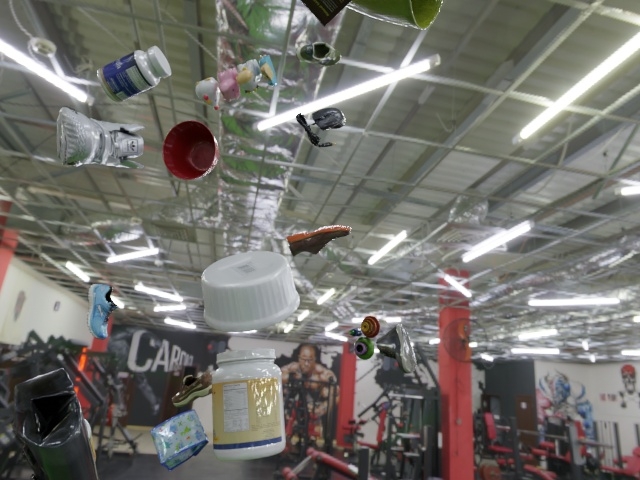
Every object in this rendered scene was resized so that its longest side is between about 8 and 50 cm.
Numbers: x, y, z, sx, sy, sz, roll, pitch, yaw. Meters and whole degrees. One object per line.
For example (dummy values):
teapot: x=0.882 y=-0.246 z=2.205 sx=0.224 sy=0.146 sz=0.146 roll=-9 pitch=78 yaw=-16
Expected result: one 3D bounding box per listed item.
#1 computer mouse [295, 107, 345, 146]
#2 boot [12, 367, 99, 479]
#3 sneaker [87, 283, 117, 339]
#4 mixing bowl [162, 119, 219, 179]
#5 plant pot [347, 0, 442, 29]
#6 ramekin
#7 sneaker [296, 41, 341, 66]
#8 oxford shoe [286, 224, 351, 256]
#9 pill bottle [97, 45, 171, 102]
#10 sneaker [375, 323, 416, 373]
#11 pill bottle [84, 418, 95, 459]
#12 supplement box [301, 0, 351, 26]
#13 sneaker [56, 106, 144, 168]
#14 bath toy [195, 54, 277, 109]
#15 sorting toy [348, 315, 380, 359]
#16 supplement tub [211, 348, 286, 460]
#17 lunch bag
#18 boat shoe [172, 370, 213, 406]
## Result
computer mouse: x=0.036 y=-0.485 z=1.909 sx=0.261 sy=0.184 sz=0.060 roll=-18 pitch=-18 yaw=-38
boot: x=-0.462 y=0.524 z=0.894 sx=0.366 sy=0.446 sz=0.146 roll=23 pitch=28 yaw=34
sneaker: x=-0.630 y=0.206 z=1.314 sx=0.073 sy=0.162 sz=0.063 roll=-3 pitch=-3 yaw=-5
mixing bowl: x=-0.386 y=-0.272 z=1.412 sx=0.181 sy=0.182 sz=0.098 roll=0 pitch=-1 yaw=15
plant pot: x=0.147 y=-0.702 z=1.162 sx=0.293 sy=0.275 sz=0.275 roll=18 pitch=-11 yaw=27
ramekin: x=-0.205 y=0.134 z=1.289 sx=0.276 sy=0.135 sz=0.277 roll=-7 pitch=19 yaw=2
sneaker: x=0.015 y=-0.641 z=1.557 sx=0.192 sy=0.065 sz=0.086 roll=-12 pitch=13 yaw=-38
oxford shoe: x=0.000 y=0.000 z=1.840 sx=0.271 sy=0.099 sz=0.097 roll=-12 pitch=7 yaw=15
pill bottle: x=-0.775 y=-0.699 z=1.895 sx=0.264 sy=0.153 sz=0.153 roll=-22 pitch=-23 yaw=5
sneaker: x=0.271 y=0.413 z=1.640 sx=0.118 sy=0.222 sz=0.083 roll=-37 pitch=-69 yaw=20
pill bottle: x=-0.789 y=0.680 z=1.429 sx=0.136 sy=0.136 sz=0.246 roll=8 pitch=-54 yaw=-8
supplement box: x=0.051 y=-0.532 z=0.824 sx=0.239 sy=0.073 sz=0.130 roll=-31 pitch=-54 yaw=33
sneaker: x=-0.553 y=-0.257 z=1.164 sx=0.210 sy=0.138 sz=0.365 roll=-2 pitch=10 yaw=-32
bath toy: x=-0.344 y=-0.623 z=1.814 sx=0.347 sy=0.151 sz=0.129 roll=-12 pitch=-67 yaw=22
sorting toy: x=0.093 y=0.214 z=1.002 sx=0.061 sy=0.102 sz=0.042 roll=21 pitch=4 yaw=37
supplement tub: x=-0.233 y=0.520 z=1.455 sx=0.228 sy=0.317 sz=0.228 roll=-5 pitch=-18 yaw=-2
lunch bag: x=-0.453 y=0.642 z=1.469 sx=0.151 sy=0.129 sz=0.096 roll=-30 pitch=-37 yaw=-15
boat shoe: x=-0.504 y=0.574 z=1.784 sx=0.257 sy=0.095 sz=0.095 roll=-30 pitch=3 yaw=27
